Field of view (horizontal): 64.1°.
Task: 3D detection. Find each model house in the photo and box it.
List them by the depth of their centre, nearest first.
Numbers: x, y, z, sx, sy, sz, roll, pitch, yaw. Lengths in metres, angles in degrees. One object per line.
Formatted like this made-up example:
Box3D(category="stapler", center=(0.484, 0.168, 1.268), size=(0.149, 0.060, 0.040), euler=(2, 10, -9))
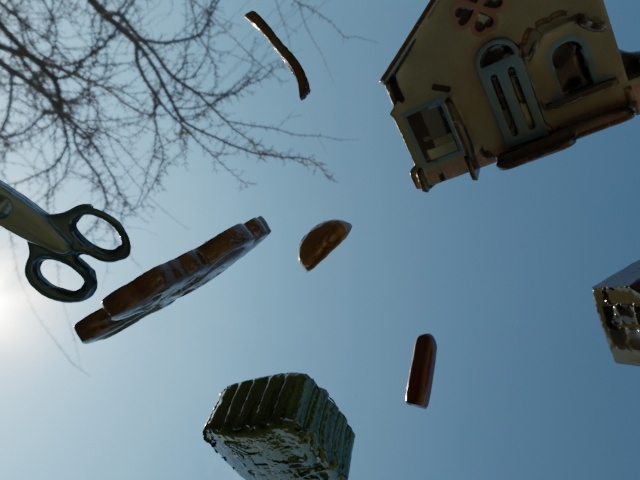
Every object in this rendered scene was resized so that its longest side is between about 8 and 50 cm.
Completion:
Box3D(category="model house", center=(0.227, -0.226, 0.611), size=(0.326, 0.169, 0.244), euler=(-19, -76, 27))
Box3D(category="model house", center=(0.555, 0.112, 0.691), size=(0.243, 0.211, 0.204), euler=(154, -84, -73))

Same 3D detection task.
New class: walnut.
Box3D(category="walnut", center=(0.000, 0.000, 0.911), size=(0.121, 0.052, 0.091), euler=(-47, -172, -7))

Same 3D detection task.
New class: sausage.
Box3D(category="sausage", center=(0.176, 0.223, 0.882), size=(0.041, 0.039, 0.131), euler=(-9, -127, 39))

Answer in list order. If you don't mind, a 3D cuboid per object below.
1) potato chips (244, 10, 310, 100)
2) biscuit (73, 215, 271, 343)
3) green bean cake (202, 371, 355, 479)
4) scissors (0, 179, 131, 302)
Box3D(category="potato chips", center=(-0.070, -0.321, 0.870), size=(0.037, 0.026, 0.204), euler=(-29, -104, -12))
Box3D(category="biscuit", center=(-0.167, 0.042, 0.662), size=(0.186, 0.295, 0.044), euler=(-29, -87, 41))
Box3D(category="green bean cake", center=(-0.065, 0.322, 0.848), size=(0.214, 0.200, 0.113), euler=(-16, -151, 29))
Box3D(category="scissors", center=(-0.378, -0.037, 0.621), size=(0.138, 0.289, 0.041), euler=(-47, -155, 4))
